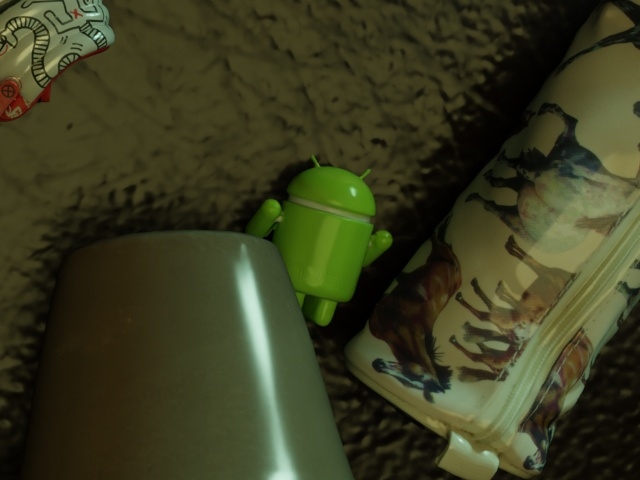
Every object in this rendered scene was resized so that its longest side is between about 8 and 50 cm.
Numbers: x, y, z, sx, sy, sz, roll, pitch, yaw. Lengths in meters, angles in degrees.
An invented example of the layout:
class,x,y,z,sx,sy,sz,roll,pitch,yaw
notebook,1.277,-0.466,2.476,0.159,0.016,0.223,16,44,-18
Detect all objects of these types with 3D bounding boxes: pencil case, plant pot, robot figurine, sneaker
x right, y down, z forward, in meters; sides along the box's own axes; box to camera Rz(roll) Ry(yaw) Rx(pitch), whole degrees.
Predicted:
class,x,y,z,sx,sy,sz,roll,pitch,yaw
pencil case,0.188,-0.023,1.206,0.160,0.183,0.410,37,88,-14
plant pot,-0.090,0.119,1.145,0.263,0.263,0.229,-1,78,-13
robot figurine,0.000,0.000,1.223,0.101,0.067,0.115,14,93,-19
sneaker,-0.270,-0.128,1.137,0.270,0.090,0.145,-26,99,-12
